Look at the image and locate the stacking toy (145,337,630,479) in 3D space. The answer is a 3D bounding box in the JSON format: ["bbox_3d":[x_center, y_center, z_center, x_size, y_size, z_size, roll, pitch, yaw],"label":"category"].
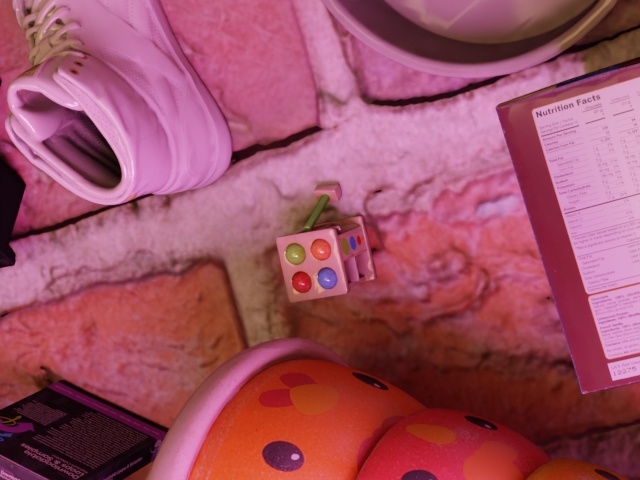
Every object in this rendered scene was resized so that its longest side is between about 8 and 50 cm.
[{"bbox_3d":[0.141,0.247,1.307,0.480,0.351,0.350,0,100,29],"label":"stacking toy"}]

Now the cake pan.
[{"bbox_3d":[0.112,-0.267,1.399,0.293,0.054,0.293,5,102,24],"label":"cake pan"}]

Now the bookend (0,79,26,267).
[{"bbox_3d":[-0.312,-0.080,1.618,0.072,0.156,0.157,-10,52,27],"label":"bookend"}]

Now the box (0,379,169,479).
[{"bbox_3d":[-0.213,0.168,1.580,0.116,0.162,0.029,23,109,20],"label":"box"}]

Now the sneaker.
[{"bbox_3d":[-0.199,-0.157,1.507,0.108,0.169,0.292,-41,80,28],"label":"sneaker"}]

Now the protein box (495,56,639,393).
[{"bbox_3d":[0.239,-0.026,1.304,0.136,0.200,0.201,-15,93,27],"label":"protein box"}]

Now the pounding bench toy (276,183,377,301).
[{"bbox_3d":[0.000,0.000,1.499,0.052,0.065,0.083,-10,95,27],"label":"pounding bench toy"}]
